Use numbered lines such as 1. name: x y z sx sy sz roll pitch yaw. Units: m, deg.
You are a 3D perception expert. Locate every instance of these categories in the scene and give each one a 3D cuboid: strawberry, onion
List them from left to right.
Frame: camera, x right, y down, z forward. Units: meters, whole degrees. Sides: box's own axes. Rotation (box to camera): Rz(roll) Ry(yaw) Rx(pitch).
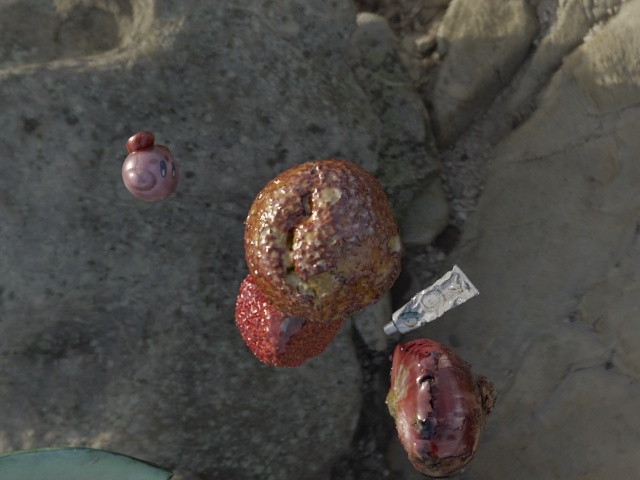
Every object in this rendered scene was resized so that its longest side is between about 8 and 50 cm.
1. strawberry: -0.071 0.163 2.017 0.267 0.351 0.312 39 95 -1
2. onion: 0.157 0.206 1.066 0.147 0.184 0.184 -15 78 -10

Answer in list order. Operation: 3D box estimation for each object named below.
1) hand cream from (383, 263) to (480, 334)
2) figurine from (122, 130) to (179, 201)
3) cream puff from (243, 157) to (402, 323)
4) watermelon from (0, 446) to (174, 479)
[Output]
1. hand cream: 0.237 0.144 1.846 0.257 0.050 0.084 -40 80 35
2. figurine: -0.202 -0.081 1.003 0.067 0.083 0.071 -27 73 21
3. cream puff: -0.001 0.001 1.180 0.240 0.164 0.240 -1 82 7
4. watermelon: -0.181 0.215 0.549 0.207 0.136 0.202 -19 103 -4
